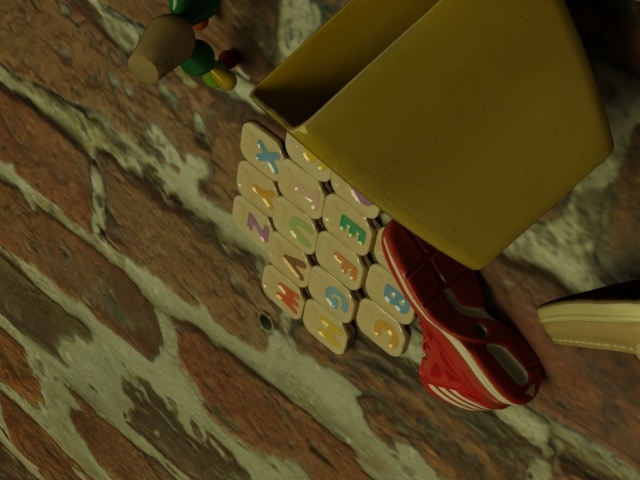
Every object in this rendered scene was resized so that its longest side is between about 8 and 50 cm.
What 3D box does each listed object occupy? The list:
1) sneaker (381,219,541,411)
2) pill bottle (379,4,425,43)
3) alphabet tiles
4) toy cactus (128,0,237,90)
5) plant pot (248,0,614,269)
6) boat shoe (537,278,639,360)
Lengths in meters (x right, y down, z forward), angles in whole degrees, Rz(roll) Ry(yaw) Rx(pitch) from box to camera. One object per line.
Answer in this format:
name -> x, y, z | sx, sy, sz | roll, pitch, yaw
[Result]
sneaker -> 0.111, 0.087, 1.183 | 0.221, 0.087, 0.128 | 56, 144, 2
pill bottle -> 0.081, -0.150, 1.047 | 0.067, 0.067, 0.120 | 7, 122, 48
alphabet tiles -> 0.000, 0.000, 1.307 | 0.278, 0.021, 0.284 | 39, 141, 24
toy cactus -> -0.120, -0.214, 1.159 | 0.112, 0.180, 0.219 | 25, 143, 9
plant pot -> 0.097, -0.103, 0.915 | 0.187, 0.212, 0.212 | 48, -179, -19
boat shoe -> 0.301, 0.083, 0.916 | 0.302, 0.109, 0.098 | -1, 99, 45
